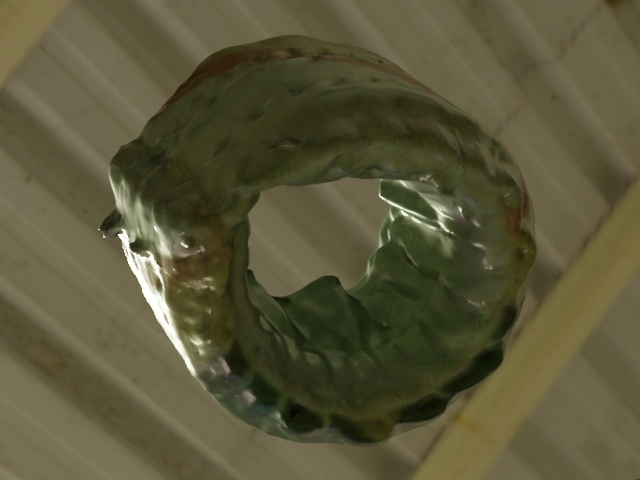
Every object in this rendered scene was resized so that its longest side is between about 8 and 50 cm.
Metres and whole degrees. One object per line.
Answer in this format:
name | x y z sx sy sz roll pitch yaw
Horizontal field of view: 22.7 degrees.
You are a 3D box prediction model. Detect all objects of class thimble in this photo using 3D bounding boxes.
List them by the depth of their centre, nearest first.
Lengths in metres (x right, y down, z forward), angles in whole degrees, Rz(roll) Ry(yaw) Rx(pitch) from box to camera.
thimble | 0.000 0.000 1.085 0.288 0.167 0.254 19 -77 -31

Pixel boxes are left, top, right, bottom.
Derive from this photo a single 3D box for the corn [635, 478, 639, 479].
corn | 0.116 0.098 0.415 0.293 0.106 0.106 -32 -51 21
